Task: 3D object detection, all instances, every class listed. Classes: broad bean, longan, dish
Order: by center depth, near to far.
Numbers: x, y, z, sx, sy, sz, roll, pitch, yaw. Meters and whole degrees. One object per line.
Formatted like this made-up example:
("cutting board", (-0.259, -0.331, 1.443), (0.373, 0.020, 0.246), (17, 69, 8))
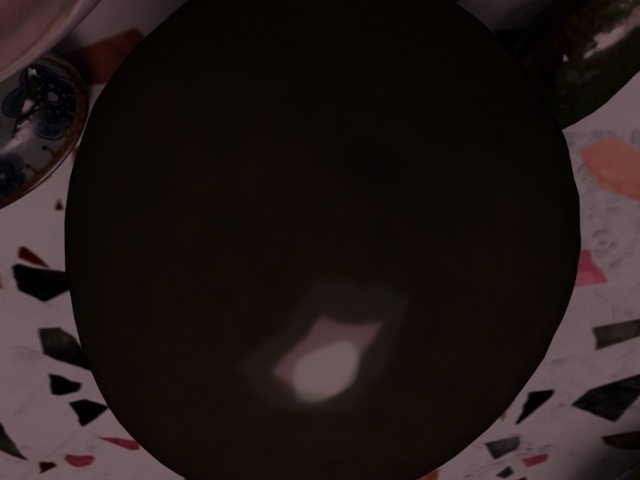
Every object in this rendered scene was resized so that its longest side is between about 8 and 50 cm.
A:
("longan", (-0.004, 0.001, 0.615), (0.297, 0.297, 0.297), (0, 136, 0))
("broad bean", (0.199, -0.141, 0.629), (0.339, 0.061, 0.077), (-33, 135, 29))
("dish", (-0.221, -0.084, 0.682), (0.141, 0.078, 0.141), (-32, 157, -16))

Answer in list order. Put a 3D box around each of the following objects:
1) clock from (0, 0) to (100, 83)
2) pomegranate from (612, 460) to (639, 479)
("clock", (-0.182, -0.240, 0.376), (0.368, 0.250, 0.376), (14, 140, -27))
("pomegranate", (0.380, 0.310, 0.948), (0.324, 0.290, 0.290), (-5, 137, -12))
